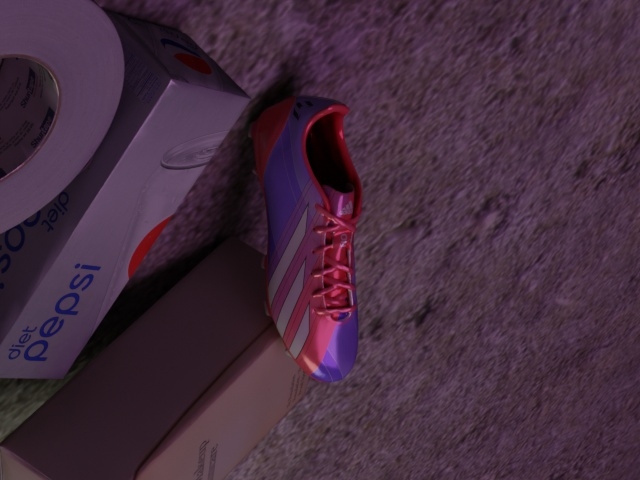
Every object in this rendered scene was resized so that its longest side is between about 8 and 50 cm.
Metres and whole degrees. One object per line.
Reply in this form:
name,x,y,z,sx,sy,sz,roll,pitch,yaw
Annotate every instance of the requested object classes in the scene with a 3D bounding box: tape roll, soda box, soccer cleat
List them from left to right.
tape roll,-0.241,-0.097,1.085,0.219,0.072,0.219,-31,147,-23
soda box,-0.180,-0.028,1.229,0.098,0.091,0.286,8,122,-55
soccer cleat,0.000,0.000,1.370,0.083,0.095,0.248,-13,95,-42

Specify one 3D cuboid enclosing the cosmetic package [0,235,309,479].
cosmetic package,-0.135,0.154,1.417,0.309,0.113,0.160,-46,157,-36
